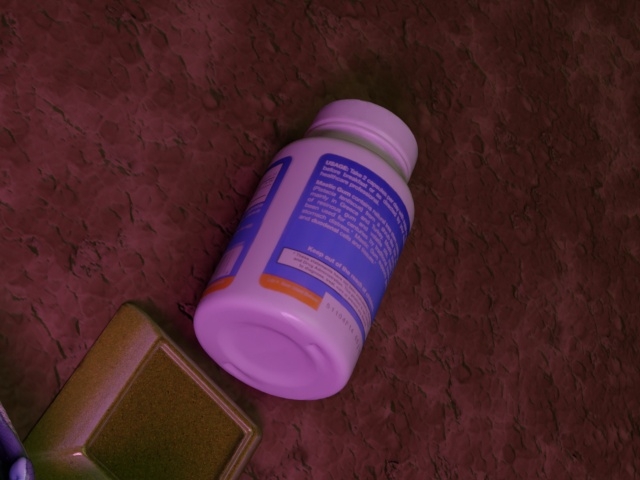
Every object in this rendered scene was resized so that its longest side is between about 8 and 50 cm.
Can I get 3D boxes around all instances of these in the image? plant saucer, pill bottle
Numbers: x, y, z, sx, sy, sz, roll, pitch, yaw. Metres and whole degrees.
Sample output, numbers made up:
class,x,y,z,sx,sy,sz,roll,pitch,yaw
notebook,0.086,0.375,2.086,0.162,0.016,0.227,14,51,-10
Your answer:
class,x,y,z,sx,sy,sz,roll,pitch,yaw
plant saucer,-0.137,0.174,1.114,0.188,0.045,0.188,48,49,-20
pill bottle,0.000,0.000,1.224,0.152,0.152,0.272,43,52,-24

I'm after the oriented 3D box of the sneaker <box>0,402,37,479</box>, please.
class,x,y,z,sx,sy,sz,roll,pitch,yaw
sneaker,-0.251,0.211,0.944,0.110,0.122,0.283,-23,92,-44
